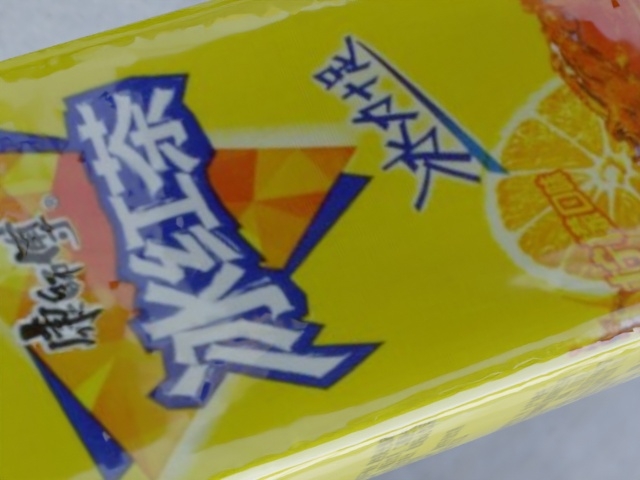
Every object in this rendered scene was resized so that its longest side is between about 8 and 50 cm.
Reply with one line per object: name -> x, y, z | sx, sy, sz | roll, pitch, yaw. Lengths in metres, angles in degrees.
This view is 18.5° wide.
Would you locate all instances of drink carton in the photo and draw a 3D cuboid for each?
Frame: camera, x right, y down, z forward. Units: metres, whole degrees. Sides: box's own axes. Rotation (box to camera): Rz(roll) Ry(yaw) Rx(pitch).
drink carton -> 0.000, 0.000, 0.639 | 0.351, 0.155, 0.111 | -18, 166, -16
